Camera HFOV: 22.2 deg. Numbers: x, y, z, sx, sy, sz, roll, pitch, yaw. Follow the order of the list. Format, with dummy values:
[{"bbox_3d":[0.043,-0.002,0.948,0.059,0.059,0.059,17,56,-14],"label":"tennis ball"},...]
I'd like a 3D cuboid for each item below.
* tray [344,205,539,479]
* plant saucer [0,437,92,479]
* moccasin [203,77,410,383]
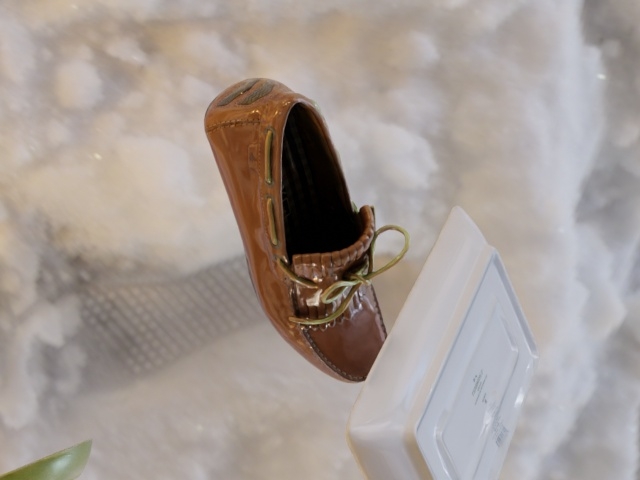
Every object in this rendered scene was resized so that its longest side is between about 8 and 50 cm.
[{"bbox_3d":[0.092,0.098,1.043,0.030,0.270,0.145,-12,115,27],"label":"tray"},{"bbox_3d":[-0.357,0.280,1.793,0.241,0.241,0.037,-21,87,-18],"label":"plant saucer"},{"bbox_3d":[0.002,-0.002,1.759,0.139,0.147,0.380,-35,123,-34],"label":"moccasin"}]
